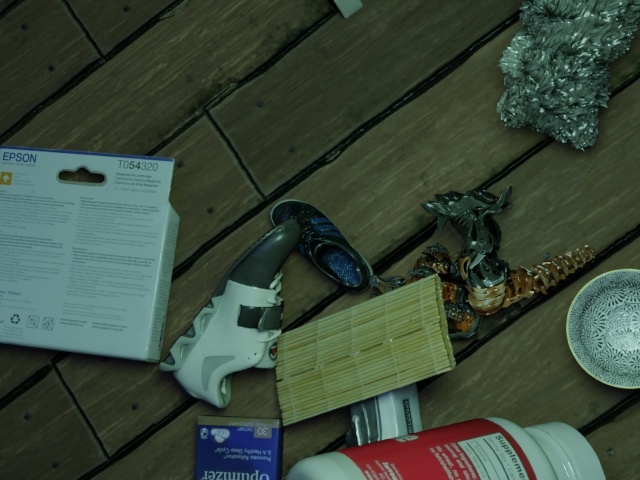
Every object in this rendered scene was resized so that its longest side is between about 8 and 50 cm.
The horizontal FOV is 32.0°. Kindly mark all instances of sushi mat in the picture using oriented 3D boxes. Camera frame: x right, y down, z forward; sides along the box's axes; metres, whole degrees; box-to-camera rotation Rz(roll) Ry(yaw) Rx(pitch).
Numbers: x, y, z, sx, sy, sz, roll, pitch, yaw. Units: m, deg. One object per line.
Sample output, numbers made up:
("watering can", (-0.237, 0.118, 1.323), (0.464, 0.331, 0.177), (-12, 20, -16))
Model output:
("sushi mat", (0.056, 0.165, 1.648), (0.316, 0.019, 0.151), (-24, 60, 34))

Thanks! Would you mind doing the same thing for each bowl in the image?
("bowl", (0.442, 0.128, 1.606), (0.170, 0.080, 0.170), (-2, 83, 14))

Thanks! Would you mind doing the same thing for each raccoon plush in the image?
("raccoon plush", (0.365, -0.324, 1.523), (0.216, 0.446, 0.299), (13, 72, 2))

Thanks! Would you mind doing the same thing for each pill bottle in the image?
("pill bottle", (0.170, 0.363, 1.483), (0.407, 0.229, 0.229), (-7, 78, -27))

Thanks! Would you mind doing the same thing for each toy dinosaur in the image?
("toy dinosaur", (0.231, 0.035, 1.662), (0.321, 0.164, 0.218), (-10, 95, -6))

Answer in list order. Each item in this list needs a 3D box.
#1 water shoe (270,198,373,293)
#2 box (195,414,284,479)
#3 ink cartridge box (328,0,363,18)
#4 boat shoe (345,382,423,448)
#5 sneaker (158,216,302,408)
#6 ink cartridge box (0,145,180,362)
("water shoe", (0.000, 0.000, 1.731), (0.203, 0.080, 0.073), (39, 93, 15))
("box", (-0.128, 0.388, 1.736), (0.136, 0.036, 0.225), (0, 84, 14))
("ink cartridge box", (-0.030, -0.457, 1.734), (0.045, 0.208, 0.206), (-41, 75, 2))
("boat shoe", (0.088, 0.298, 1.659), (0.102, 0.108, 0.301), (-12, 80, 33))
("sneaker", (-0.101, 0.117, 1.721), (0.146, 0.122, 0.330), (39, 109, 9))
("ink cartridge box", (-0.399, 0.020, 1.834), (0.324, 0.071, 0.330), (6, 81, 15))
